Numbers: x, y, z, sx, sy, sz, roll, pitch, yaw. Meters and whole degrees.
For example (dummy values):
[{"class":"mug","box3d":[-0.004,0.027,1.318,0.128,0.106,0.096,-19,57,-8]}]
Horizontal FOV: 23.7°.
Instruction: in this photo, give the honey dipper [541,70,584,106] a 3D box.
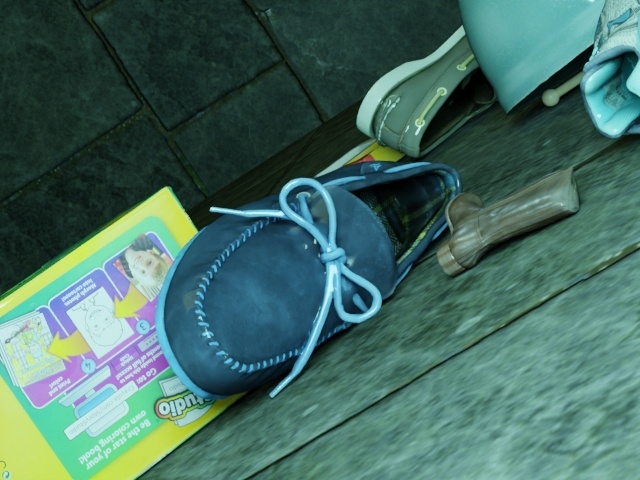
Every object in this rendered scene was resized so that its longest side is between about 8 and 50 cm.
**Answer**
[{"class":"honey dipper","box3d":[0.289,-0.180,1.520,0.160,0.030,0.030,-35,6,23]}]

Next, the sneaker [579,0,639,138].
[{"class":"sneaker","box3d":[0.236,-0.136,1.128,0.122,0.110,0.283,-37,7,0]}]

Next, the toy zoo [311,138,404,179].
[{"class":"toy zoo","box3d":[0.025,-0.079,1.986,0.293,0.030,0.192,-37,8,-22]}]

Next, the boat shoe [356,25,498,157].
[{"class":"boat shoe","box3d":[0.177,-0.194,1.850,0.305,0.091,0.109,-35,-30,-32]}]

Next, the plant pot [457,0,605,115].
[{"class":"plant pot","box3d":[0.251,-0.290,1.538,0.293,0.196,0.293,-35,-3,-2]}]

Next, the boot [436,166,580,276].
[{"class":"boot","box3d":[0.141,-0.027,1.086,0.114,0.037,0.106,-33,19,28]}]

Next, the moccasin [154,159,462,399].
[{"class":"moccasin","box3d":[0.000,0.000,1.147,0.117,0.138,0.342,-23,13,35]}]

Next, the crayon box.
[{"class":"crayon box","box3d":[-0.184,0.104,1.131,0.278,0.165,0.081,-36,8,-24]}]
